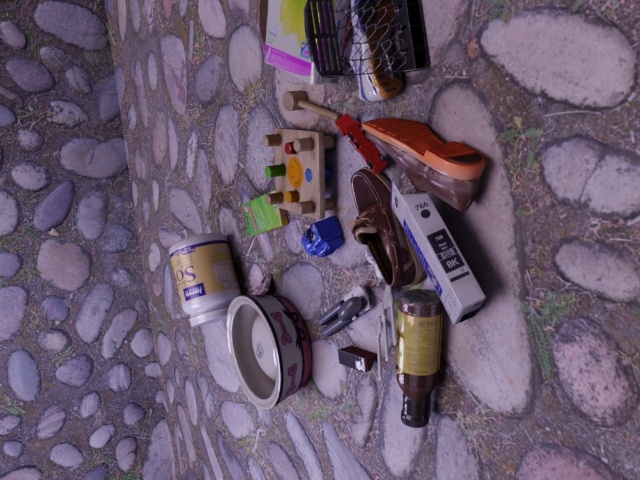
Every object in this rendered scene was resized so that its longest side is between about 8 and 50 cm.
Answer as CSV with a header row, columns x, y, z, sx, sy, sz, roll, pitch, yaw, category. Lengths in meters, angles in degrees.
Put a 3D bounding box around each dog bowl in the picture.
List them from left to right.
x,y,z,sx,sy,sz,roll,pitch,yaw,category
-0.180,0.376,2.114,0.408,0.150,0.408,23,118,52,dog bowl

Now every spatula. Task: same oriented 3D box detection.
x,y,z,sx,sy,sz,roll,pitch,yaw,category
0.165,0.228,1.544,0.242,0.019,0.168,-84,10,-59,spatula

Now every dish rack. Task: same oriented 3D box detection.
x,y,z,sx,sy,sz,roll,pitch,yaw,category
0.099,-0.470,1.345,0.074,0.271,0.209,174,86,-70,dish rack

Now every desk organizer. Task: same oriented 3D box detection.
x,y,z,sx,sy,sz,roll,pitch,yaw,category
0.109,0.344,1.747,0.130,0.050,0.047,5,103,57,desk organizer

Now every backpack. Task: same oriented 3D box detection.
x,y,z,sx,sy,sz,roll,pitch,yaw,category
0.000,0.000,1.776,0.120,0.097,0.101,-43,66,52,backpack

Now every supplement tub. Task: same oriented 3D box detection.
x,y,z,sx,sy,sz,roll,pitch,yaw,category
-0.453,0.157,2.387,0.241,0.240,0.332,-29,74,56,supplement tub

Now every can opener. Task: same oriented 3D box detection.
x,y,z,sx,sy,sz,roll,pitch,yaw,category
0.053,0.214,1.756,0.283,0.095,0.076,-45,60,52,can opener

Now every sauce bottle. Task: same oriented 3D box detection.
x,y,z,sx,sy,sz,roll,pitch,yaw,category
0.239,0.295,1.476,0.111,0.111,0.345,22,115,53,sauce bottle

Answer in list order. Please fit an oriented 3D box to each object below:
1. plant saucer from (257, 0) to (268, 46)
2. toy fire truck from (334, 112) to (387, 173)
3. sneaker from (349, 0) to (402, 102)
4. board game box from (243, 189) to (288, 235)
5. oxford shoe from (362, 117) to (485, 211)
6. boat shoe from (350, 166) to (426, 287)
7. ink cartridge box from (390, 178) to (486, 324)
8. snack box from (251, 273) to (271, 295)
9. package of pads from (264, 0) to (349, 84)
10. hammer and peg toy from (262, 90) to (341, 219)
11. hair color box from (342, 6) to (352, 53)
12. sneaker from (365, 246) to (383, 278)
x,y,z,sx,sy,sz,roll,pitch,yaw,category
-0.108,-0.689,1.803,0.277,0.041,0.278,22,117,54,plant saucer
0.105,-0.251,1.557,0.192,0.047,0.135,56,-177,4,toy fire truck
0.109,-0.483,1.462,0.131,0.111,0.297,-6,91,62,sneaker
-0.198,-0.093,2.113,0.259,0.039,0.124,-14,86,55,board game box
0.213,-0.183,1.374,0.363,0.129,0.133,42,140,46,oxford shoe
0.143,-0.035,1.520,0.123,0.123,0.342,-45,61,52,boat shoe
0.256,0.016,1.350,0.165,0.065,0.333,73,172,-70,ink cartridge box
-0.225,0.191,2.220,0.178,0.022,0.064,130,155,-50,snack box
-0.048,-0.564,1.608,0.296,0.101,0.229,39,130,48,package of pads
-0.065,-0.256,1.775,0.266,0.127,0.362,21,116,53,hammer and peg toy
0.041,-0.559,1.605,0.072,0.043,0.141,56,140,35,hair color box
0.162,0.048,1.599,0.098,0.038,0.069,59,142,13,sneaker
